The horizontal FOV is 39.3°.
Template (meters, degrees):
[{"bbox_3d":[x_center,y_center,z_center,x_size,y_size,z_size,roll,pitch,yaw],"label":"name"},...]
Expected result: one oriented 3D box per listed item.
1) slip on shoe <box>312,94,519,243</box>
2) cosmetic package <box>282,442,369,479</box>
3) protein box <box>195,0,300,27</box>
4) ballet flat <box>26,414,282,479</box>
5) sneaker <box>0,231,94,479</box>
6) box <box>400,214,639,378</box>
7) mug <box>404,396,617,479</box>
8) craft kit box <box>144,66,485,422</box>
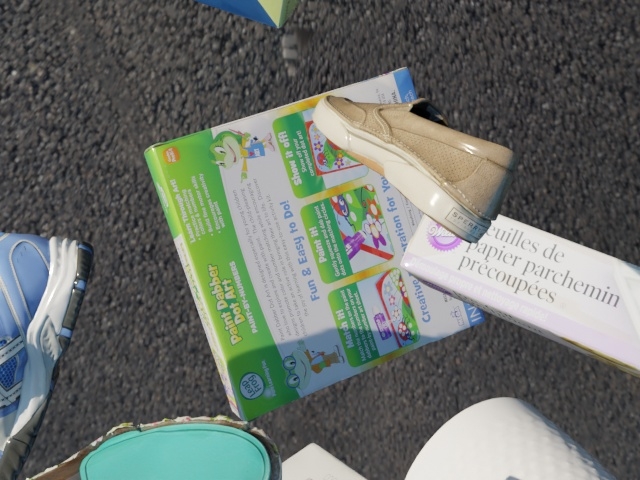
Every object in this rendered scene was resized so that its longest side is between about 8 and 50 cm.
[{"bbox_3d":[0.041,-0.045,0.412,0.051,0.135,0.041,27,101,-31],"label":"slip on shoe"},{"bbox_3d":[0.055,0.433,0.948,0.156,0.217,0.385,-30,107,-21],"label":"cosmetic package"},{"bbox_3d":[-0.072,-0.268,0.572,0.199,0.201,0.136,20,136,8],"label":"protein box"},{"bbox_3d":[-0.135,0.170,0.547,0.240,0.091,0.077,-18,156,1],"label":"ballet flat"},{"bbox_3d":[-0.225,0.091,0.628,0.081,0.080,0.211,17,95,-14],"label":"sneaker"},{"bbox_3d":[0.210,0.055,0.589,0.324,0.067,0.063,23,84,27],"label":"box"},{"bbox_3d":[0.292,0.465,1.255,0.276,0.328,0.374,14,106,-36],"label":"mug"},{"bbox_3d":[0.000,0.000,0.804,0.246,0.061,0.250,-20,97,-20],"label":"craft kit box"}]
